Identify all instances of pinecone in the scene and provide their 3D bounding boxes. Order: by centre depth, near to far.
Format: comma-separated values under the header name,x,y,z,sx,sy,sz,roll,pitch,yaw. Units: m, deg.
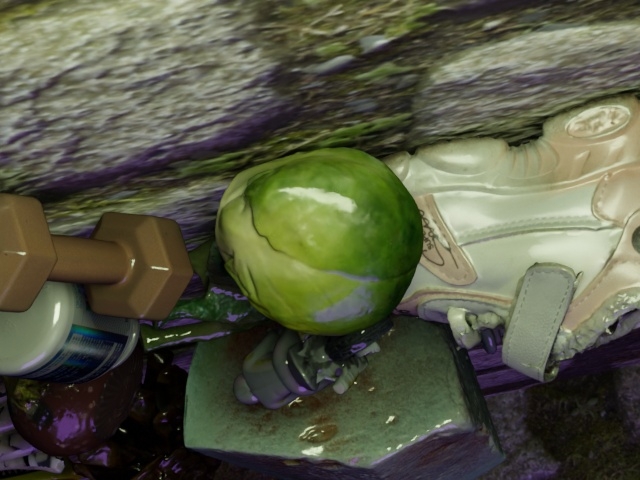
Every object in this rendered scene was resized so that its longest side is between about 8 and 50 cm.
name,x,y,z,sx,sy,sz,roll,pitch,yaw
pinecone,-0.206,0.233,1.972,0.202,0.201,0.229,-22,169,22

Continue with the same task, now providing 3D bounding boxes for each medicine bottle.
name,x,y,z,sx,sy,sz,roll,pitch,yaw
medicine bottle,-0.221,0.064,1.372,0.107,0.107,0.191,-15,168,13

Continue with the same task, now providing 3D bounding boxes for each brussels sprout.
name,x,y,z,sx,sy,sz,roll,pitch,yaw
brussels sprout,0.001,0.000,1.239,0.155,0.155,0.117,-18,-165,23

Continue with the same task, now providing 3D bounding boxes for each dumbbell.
name,x,y,z,sx,sy,sz,roll,pitch,yaw
dumbbell,-0.185,0.014,1.209,0.092,0.082,0.231,4,177,29

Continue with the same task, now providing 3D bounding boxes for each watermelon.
name,x,y,z,sx,sy,sz,roll,pitch,yaw
watermelon,0.064,0.162,1.711,0.387,0.228,0.258,12,172,-28

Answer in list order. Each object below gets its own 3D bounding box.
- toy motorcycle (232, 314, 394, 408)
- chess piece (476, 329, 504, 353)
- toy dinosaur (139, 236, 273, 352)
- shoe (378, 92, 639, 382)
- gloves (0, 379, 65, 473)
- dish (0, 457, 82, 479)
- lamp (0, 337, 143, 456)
name,x,y,z,sx,sy,sz,roll,pitch,yaw
toy motorcycle,-0.011,0.101,1.496,0.152,0.073,0.225,-33,-175,-6
chess piece,0.182,0.111,2.035,0.271,0.139,0.139,-23,169,-2
toy dinosaur,-0.017,0.030,1.489,0.300,0.087,0.447,-9,175,-13
shoe,0.155,0.016,1.320,0.351,0.198,0.172,-18,166,19
gloves,-0.352,0.196,1.812,0.212,0.128,0.111,-8,172,19
dish,-0.455,0.294,2.222,0.262,0.108,0.221,-5,166,-27
lamp,-0.246,0.126,1.599,0.135,0.156,0.157,22,140,18
